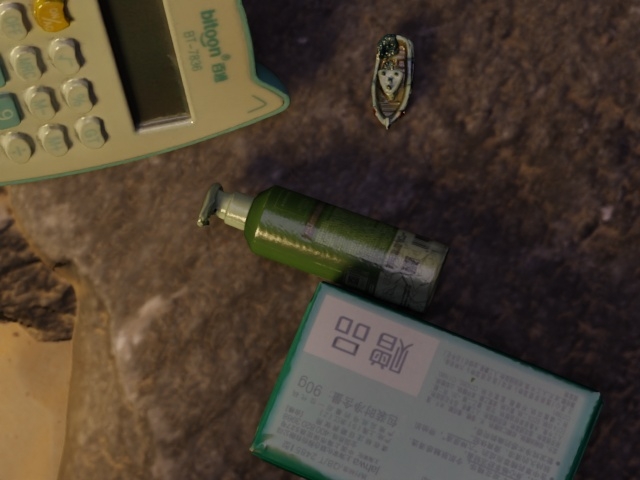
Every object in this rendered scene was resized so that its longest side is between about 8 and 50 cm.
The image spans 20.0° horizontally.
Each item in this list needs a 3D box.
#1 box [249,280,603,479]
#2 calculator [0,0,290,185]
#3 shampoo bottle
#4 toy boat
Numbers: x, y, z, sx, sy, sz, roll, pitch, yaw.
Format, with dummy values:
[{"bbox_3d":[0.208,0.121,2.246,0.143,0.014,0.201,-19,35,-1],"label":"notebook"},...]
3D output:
[{"bbox_3d":[0.083,0.149,1.448,0.245,0.092,0.153,23,82,5],"label":"box"},{"bbox_3d":[-0.225,-0.137,1.436,0.386,0.256,0.054,-14,56,-3],"label":"calculator"},{"bbox_3d":[0.000,0.000,1.489,0.204,0.065,0.065,20,82,6],"label":"shampoo bottle"},{"bbox_3d":[0.060,-0.133,1.522,0.038,0.038,0.083,5,80,4],"label":"toy boat"}]
